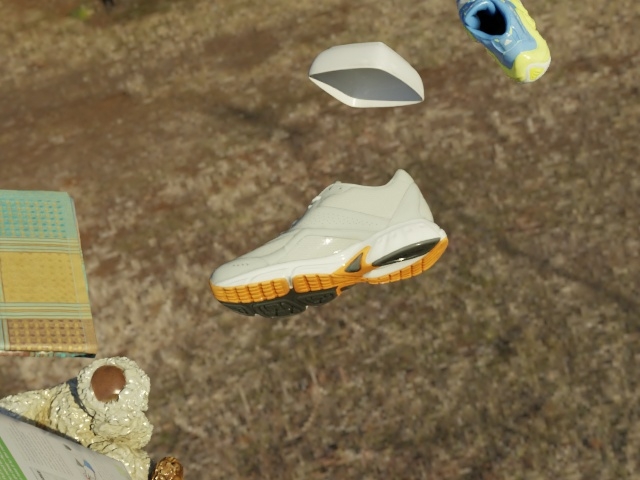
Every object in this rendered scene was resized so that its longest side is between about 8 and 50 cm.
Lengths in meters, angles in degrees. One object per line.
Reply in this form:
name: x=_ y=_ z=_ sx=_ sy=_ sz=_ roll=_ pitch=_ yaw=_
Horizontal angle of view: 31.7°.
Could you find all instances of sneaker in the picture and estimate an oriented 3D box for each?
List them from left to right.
sneaker: x=0.000 y=0.000 z=1.249 sx=0.263 sy=0.099 sz=0.121 roll=-15 pitch=63 yaw=-6
sneaker: x=0.245 y=-0.330 z=1.628 sx=0.091 sy=0.126 sz=0.240 roll=-42 pitch=44 yaw=11

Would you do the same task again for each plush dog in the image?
plush dog: x=-0.307 y=0.298 z=1.552 sx=0.262 sy=0.225 sz=0.210 roll=-21 pitch=-11 yaw=11

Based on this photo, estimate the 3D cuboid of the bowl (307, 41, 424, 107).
bowl: x=0.070 y=-0.243 z=1.633 sx=0.142 sy=0.053 sz=0.142 roll=2 pitch=-14 yaw=36

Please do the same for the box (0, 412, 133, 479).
box: x=-0.244 y=0.274 z=1.090 sx=0.058 sy=0.322 sz=0.232 roll=-45 pitch=55 yaw=0

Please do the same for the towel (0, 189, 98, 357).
towel: x=-0.497 y=0.043 z=1.743 sx=0.272 sy=0.040 sz=0.370 roll=3 pitch=39 yaw=-24
